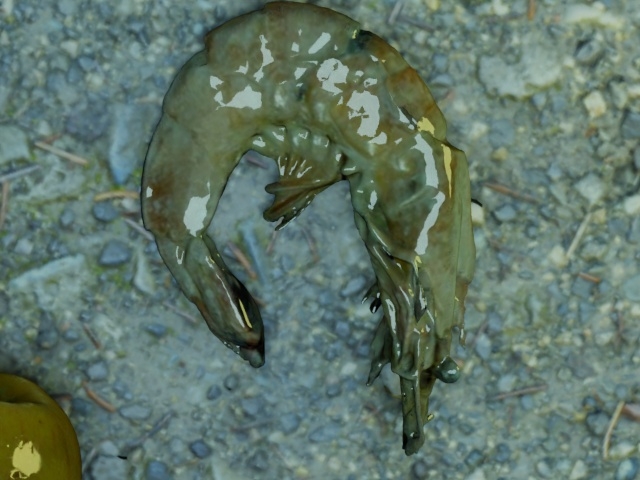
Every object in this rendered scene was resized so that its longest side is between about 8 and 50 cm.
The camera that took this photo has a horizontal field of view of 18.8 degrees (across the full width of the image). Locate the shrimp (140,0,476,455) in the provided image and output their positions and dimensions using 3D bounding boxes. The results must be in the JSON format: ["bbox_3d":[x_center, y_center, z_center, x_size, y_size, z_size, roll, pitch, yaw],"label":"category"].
[{"bbox_3d":[0.000,0.000,1.446,0.247,0.085,0.360,-18,99,10],"label":"shrimp"}]

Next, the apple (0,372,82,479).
[{"bbox_3d":[-0.261,0.172,1.411,0.182,0.182,0.155,26,100,-9],"label":"apple"}]
